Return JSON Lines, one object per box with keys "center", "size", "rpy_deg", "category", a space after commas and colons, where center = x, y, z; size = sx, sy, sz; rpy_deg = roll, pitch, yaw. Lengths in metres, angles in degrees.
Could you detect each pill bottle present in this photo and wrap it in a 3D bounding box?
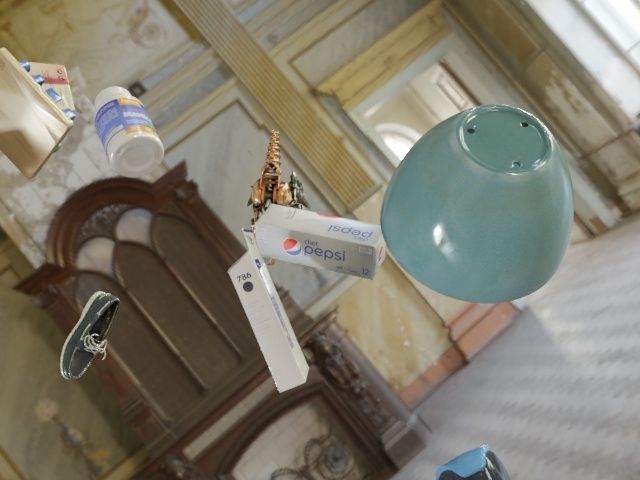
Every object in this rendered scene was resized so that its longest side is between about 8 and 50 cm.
{"center": [-0.552, -0.317, 2.029], "size": [0.152, 0.272, 0.152], "rpy_deg": [-19, -38, -16], "category": "pill bottle"}

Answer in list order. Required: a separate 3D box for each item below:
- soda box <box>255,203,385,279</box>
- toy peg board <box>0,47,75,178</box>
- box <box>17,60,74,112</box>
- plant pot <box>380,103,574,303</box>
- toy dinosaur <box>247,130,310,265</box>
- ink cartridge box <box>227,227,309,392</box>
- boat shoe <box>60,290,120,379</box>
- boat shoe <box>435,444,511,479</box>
{"center": [0.000, 0.000, 1.623], "size": [0.098, 0.286, 0.091], "rpy_deg": [-54, -30, -52], "category": "soda box"}
{"center": [-0.483, -0.217, 1.193], "size": [0.161, 0.161, 0.079], "rpy_deg": [-37, 8, 37], "category": "toy peg board"}
{"center": [-0.717, -0.328, 1.663], "size": [0.232, 0.126, 0.149], "rpy_deg": [-5, -15, -42], "category": "box"}
{"center": [0.244, -0.081, 1.045], "size": [0.290, 0.290, 0.195], "rpy_deg": [-38, -25, -27], "category": "plant pot"}
{"center": [-0.113, -0.105, 1.833], "size": [0.218, 0.164, 0.322], "rpy_deg": [-56, -10, -79], "category": "toy dinosaur"}
{"center": [-0.115, 0.138, 1.482], "size": [0.065, 0.332, 0.165], "rpy_deg": [-22, -2, 2], "category": "ink cartridge box"}
{"center": [-0.626, 0.267, 1.969], "size": [0.095, 0.079, 0.254], "rpy_deg": [47, -117, -54], "category": "boat shoe"}
{"center": [0.172, 0.300, 0.784], "size": [0.109, 0.089, 0.258], "rpy_deg": [-30, -31, 6], "category": "boat shoe"}
